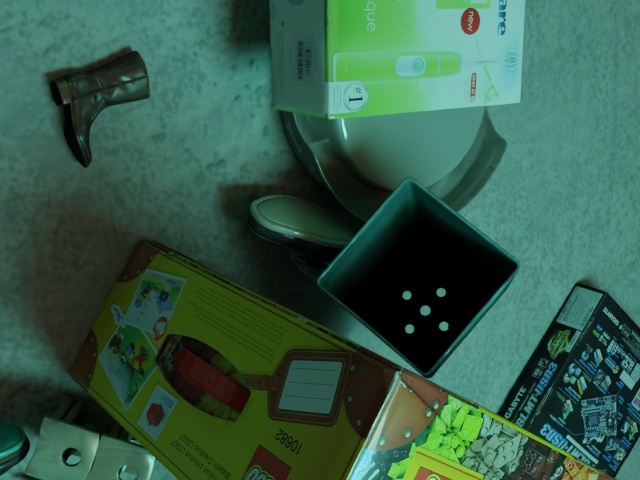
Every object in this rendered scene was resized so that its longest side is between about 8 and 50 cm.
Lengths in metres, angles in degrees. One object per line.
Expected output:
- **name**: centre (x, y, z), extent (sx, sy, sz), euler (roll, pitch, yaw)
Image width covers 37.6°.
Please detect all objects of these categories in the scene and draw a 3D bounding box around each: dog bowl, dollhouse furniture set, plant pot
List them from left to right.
- **dollhouse furniture set**: centre (-0.266, 0.289, 1.054), extent (0.128, 0.129, 0.184), euler (19, 90, -6)
- **dog bowl**: centre (0.101, -0.192, 1.226), extent (0.348, 0.102, 0.349), euler (-10, 108, -33)
- **plant pot**: centre (0.125, 0.064, 1.156), extent (0.166, 0.165, 0.234), euler (-49, 164, -5)

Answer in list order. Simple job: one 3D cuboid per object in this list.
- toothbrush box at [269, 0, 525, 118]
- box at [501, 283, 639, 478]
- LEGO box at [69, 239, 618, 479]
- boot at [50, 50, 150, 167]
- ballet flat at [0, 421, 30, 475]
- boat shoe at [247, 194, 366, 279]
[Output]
- **toothbrush box**: centre (0.091, -0.253, 1.066), extent (0.283, 0.122, 0.206), euler (-9, 107, -34)
- **box**: centre (0.461, 0.271, 1.615), extent (0.295, 0.073, 0.293), euler (40, 80, -35)
- **LEGO box**: centre (0.009, 0.204, 1.020), extent (0.372, 0.500, 0.193), euler (31, 84, -36)
- **boot**: centre (-0.232, -0.147, 1.051), extent (0.114, 0.037, 0.107), euler (-26, 118, -32)
- **ballet flat**: centre (-0.449, 0.254, 0.980), extent (0.280, 0.095, 0.096), euler (-3, 114, -24)
- **boat shoe**: centre (0.000, 0.000, 1.212), extent (0.254, 0.095, 0.079), euler (5, 131, -47)
